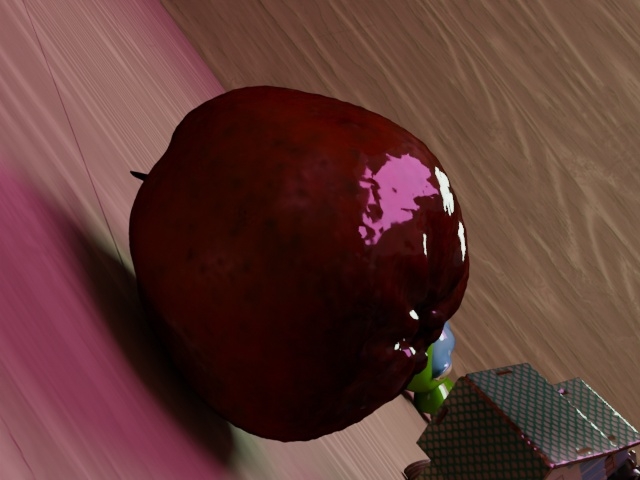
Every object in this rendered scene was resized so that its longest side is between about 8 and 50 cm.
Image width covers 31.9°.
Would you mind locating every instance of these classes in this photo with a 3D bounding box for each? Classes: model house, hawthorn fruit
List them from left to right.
[{"bbox_3d":[-0.045,0.004,0.832,0.300,0.254,0.254,23,-12,29],"label":"hawthorn fruit"},{"bbox_3d":[0.197,0.227,1.053,0.178,0.271,0.206,49,-14,45],"label":"model house"}]

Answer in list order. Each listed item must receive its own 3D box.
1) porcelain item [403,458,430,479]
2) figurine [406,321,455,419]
[{"bbox_3d":[0.181,0.349,1.493,0.213,0.054,0.084,48,5,-40],"label":"porcelain item"},{"bbox_3d":[0.201,0.247,2.154,0.162,0.143,0.263,-101,172,-64],"label":"figurine"}]
